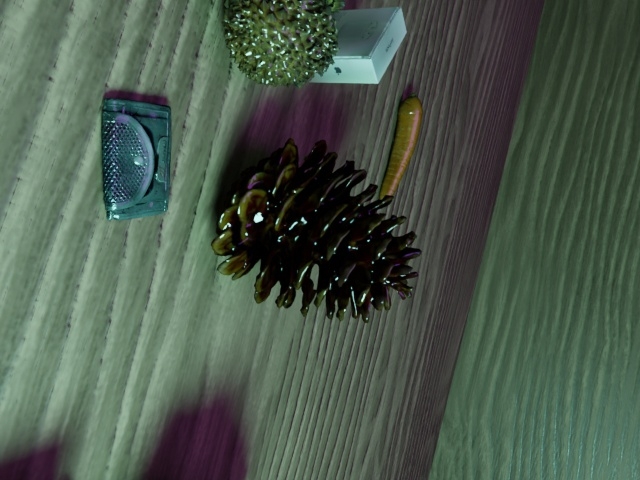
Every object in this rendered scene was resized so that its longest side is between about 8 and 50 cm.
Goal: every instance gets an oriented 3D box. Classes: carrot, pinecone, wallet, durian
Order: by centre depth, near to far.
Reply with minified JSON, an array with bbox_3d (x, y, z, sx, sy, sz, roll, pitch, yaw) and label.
[{"bbox_3d":[-0.202,-0.089,0.544,0.088,0.026,0.130,-14,112,-58],"label":"wallet"},{"bbox_3d":[-0.061,-0.290,0.611,0.196,0.166,0.196,12,72,-41],"label":"durian"},{"bbox_3d":[0.002,-0.002,0.679,0.246,0.292,0.246,-54,166,-20],"label":"pinecone"},{"bbox_3d":[0.191,-0.210,1.146,0.066,0.062,0.272,-107,-150,-84],"label":"carrot"}]

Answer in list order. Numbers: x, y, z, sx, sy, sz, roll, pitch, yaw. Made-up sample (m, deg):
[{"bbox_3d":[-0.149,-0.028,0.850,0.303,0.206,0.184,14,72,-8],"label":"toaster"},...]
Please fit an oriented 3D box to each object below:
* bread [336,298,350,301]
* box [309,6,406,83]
[{"bbox_3d":[0.065,0.088,1.038,0.132,0.053,0.074,-3,103,-61],"label":"bread"},{"bbox_3d":[0.055,-0.319,0.794,0.130,0.129,0.051,-63,147,-24],"label":"box"}]
